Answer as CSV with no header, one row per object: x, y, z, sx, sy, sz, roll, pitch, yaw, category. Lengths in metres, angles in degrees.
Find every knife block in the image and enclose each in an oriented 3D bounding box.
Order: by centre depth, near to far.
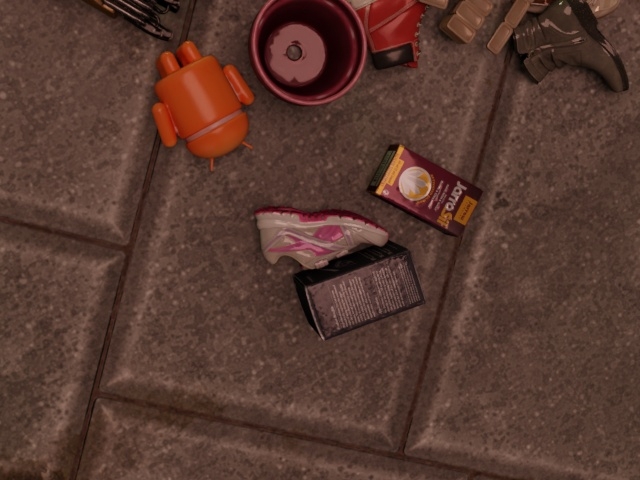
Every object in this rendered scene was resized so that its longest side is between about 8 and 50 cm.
-0.377,-0.448,1.619,0.275,0.242,0.088,29,89,33,knife block

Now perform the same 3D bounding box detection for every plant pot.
-0.032,-0.334,1.631,0.201,0.180,0.201,-1,96,-9,plant pot

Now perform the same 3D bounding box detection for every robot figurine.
-0.211,-0.238,1.638,0.128,0.158,0.219,-22,102,34,robot figurine

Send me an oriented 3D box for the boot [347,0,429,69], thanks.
0.183,-0.423,1.717,0.244,0.088,0.176,-31,110,-9,boot

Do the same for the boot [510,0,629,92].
0.472,-0.350,1.778,0.161,0.083,0.246,-34,118,16,boot

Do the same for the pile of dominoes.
0.304,-0.484,1.697,0.196,0.040,0.251,34,89,-20,pile of dominoes

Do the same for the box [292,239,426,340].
0.068,0.088,1.710,0.207,0.153,0.108,-20,100,-6,box

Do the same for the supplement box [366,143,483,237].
0.196,-0.094,1.748,0.188,0.081,0.104,27,91,-12,supplement box

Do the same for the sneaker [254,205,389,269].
0.000,0.000,1.721,0.252,0.103,0.111,4,99,-4,sneaker

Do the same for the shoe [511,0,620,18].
0.477,-0.461,1.770,0.219,0.058,0.076,-3,97,-10,shoe
